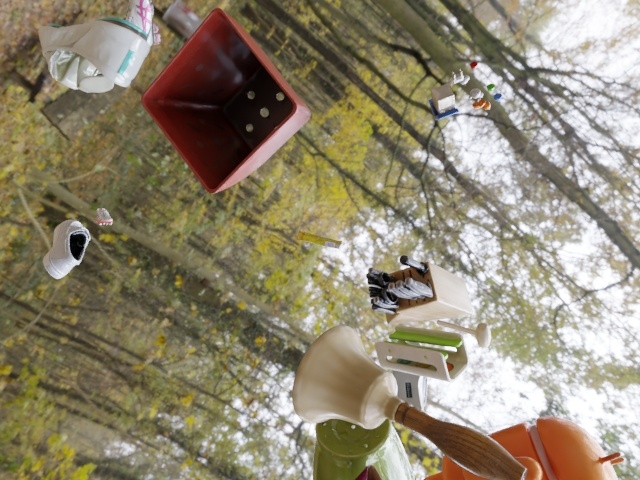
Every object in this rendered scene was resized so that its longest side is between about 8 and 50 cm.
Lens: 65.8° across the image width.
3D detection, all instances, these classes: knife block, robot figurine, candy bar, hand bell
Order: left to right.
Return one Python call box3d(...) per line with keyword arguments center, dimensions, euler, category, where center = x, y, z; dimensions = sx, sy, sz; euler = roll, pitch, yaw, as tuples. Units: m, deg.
box3d(center=(0.000, 0.000, 1.703), dimensions=(0.018, 0.161, 0.040), euler=(-79, -176, -53), category="candy bar")
box3d(center=(0.097, 0.193, 0.532), dimensions=(0.242, 0.126, 0.126), euler=(18, -109, 40), category="hand bell")
box3d(center=(0.225, 0.100, 1.037), dimensions=(0.242, 0.276, 0.088), euler=(112, -27, -65), category="knife block")
box3d(center=(0.225, 0.276, 0.551), dimensions=(0.219, 0.158, 0.128), euler=(-28, -171, 18), category="robot figurine")

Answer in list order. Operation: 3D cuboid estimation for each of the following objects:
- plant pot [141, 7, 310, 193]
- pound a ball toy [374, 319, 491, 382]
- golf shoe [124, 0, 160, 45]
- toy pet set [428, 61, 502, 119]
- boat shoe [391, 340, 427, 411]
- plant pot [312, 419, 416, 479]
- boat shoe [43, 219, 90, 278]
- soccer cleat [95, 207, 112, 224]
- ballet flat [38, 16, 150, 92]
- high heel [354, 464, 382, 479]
box3d(center=(-0.173, -0.293, 1.103), dimensions=(0.267, 0.267, 0.236), euler=(-40, 174, 22), category="plant pot")
box3d(center=(0.366, 0.354, 1.589), dimensions=(0.208, 0.135, 0.319), euler=(-28, -163, -38), category="pound a ball toy")
box3d(center=(-0.517, -0.640, 1.403), dimensions=(0.086, 0.186, 0.067), euler=(-32, -135, -30), category="golf shoe")
box3d(center=(0.283, -0.278, 0.987), dimensions=(0.114, 0.065, 0.122), euler=(-20, -127, 6), category="toy pet set")
box3d(center=(0.348, 0.507, 1.903), dimensions=(0.158, 0.127, 0.340), euler=(-25, 116, -70), category="boat shoe")
box3d(center=(0.125, 0.711, 1.604), dimensions=(0.367, 0.353, 0.366), euler=(-8, -152, 4), category="plant pot")
box3d(center=(-0.479, 0.003, 0.956), dimensions=(0.063, 0.066, 0.184), euler=(-28, -155, 2), category="boat shoe")
box3d(center=(-0.479, -0.053, 1.092), dimensions=(0.083, 0.029, 0.035), euler=(10, -79, 54), category="soccer cleat")
box3d(center=(-0.491, -0.374, 1.021), dimensions=(0.400, 0.139, 0.139), euler=(17, -110, 42), category="ballet flat")
box3d(center=(0.163, 0.707, 1.239), dimensions=(0.377, 0.127, 0.181), euler=(-7, -120, 65), category="high heel")
